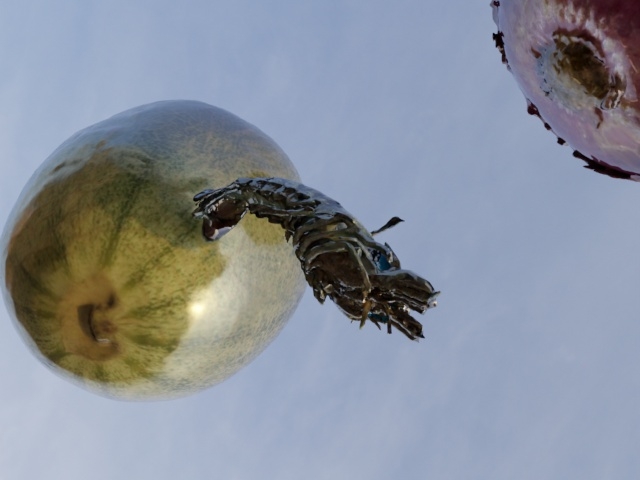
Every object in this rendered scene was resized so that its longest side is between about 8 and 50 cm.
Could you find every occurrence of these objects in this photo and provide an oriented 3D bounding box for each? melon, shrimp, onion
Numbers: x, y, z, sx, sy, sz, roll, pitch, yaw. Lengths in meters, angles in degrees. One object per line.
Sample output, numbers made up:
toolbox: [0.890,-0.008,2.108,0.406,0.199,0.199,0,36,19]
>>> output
melon: [-0.130,0.005,0.591,0.248,0.329,0.249,3,-70,7]
shrimp: [0.002,-0.004,0.408,0.174,0.082,0.076,29,-112,26]
onion: [0.351,-0.250,0.689,0.358,0.358,0.345,40,-84,21]
